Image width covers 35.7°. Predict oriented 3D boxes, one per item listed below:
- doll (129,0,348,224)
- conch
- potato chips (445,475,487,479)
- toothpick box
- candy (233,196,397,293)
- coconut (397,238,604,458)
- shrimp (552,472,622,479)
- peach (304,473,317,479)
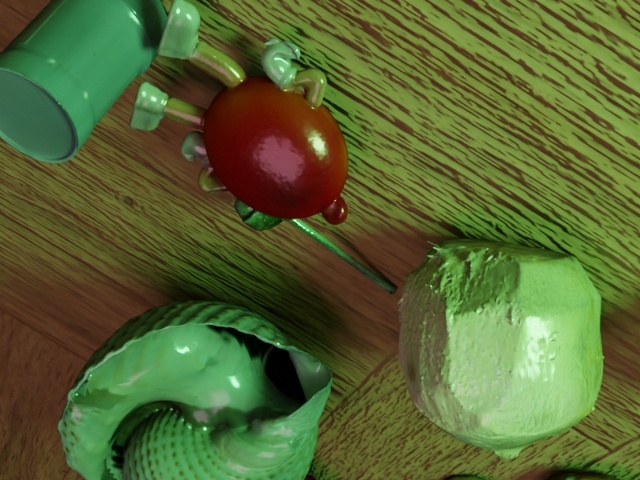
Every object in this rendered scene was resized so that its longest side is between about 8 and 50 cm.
[{"bbox_3d":[-0.055,-0.099,0.863,0.217,0.085,0.183,34,135,-1],"label":"doll"},{"bbox_3d":[-0.128,0.183,1.145,0.303,0.215,0.319,38,112,-20],"label":"conch"},{"bbox_3d":[0.218,0.382,1.271,0.195,0.062,0.208,38,140,-15],"label":"potato chips"},{"bbox_3d":[-0.208,-0.152,0.843,0.101,0.153,0.101,19,142,15],"label":"toothpick box"},{"bbox_3d":[0.000,0.000,0.978,0.202,0.061,0.061,36,144,-23],"label":"candy"},{"bbox_3d":[0.160,0.099,0.878,0.194,0.194,0.194,18,142,15],"label":"coconut"},{"bbox_3d":[0.317,0.363,1.173,0.152,0.063,0.287,13,136,16],"label":"shrimp"},{"bbox_3d":[-0.069,0.360,1.413,0.189,0.068,0.279,0,141,19],"label":"peach"}]
